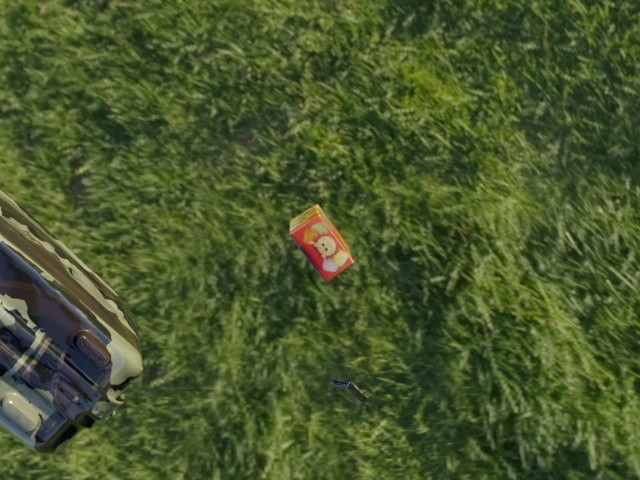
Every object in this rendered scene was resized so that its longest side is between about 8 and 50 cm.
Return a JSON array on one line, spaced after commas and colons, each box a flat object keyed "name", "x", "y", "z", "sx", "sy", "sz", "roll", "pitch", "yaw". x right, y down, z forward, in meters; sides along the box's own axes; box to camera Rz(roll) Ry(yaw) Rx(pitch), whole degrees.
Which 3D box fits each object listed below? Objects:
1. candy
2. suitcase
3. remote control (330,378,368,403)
[{"name": "candy", "x": 0.000, "y": 0.000, "z": 0.985, "sx": 0.038, "sy": 0.122, "sz": 0.062, "roll": -36, "pitch": 96, "yaw": 3}, {"name": "suitcase", "x": -0.376, "y": 0.066, "z": 1.102, "sx": 0.194, "sy": 0.339, "sz": 0.351, "roll": -45, "pitch": 107, "yaw": -3}, {"name": "remote control", "x": 0.044, "y": 0.230, "z": 1.454, "sx": 0.039, "sy": 0.096, "sz": 0.014, "roll": 6, "pitch": 68, "yaw": 21}]
